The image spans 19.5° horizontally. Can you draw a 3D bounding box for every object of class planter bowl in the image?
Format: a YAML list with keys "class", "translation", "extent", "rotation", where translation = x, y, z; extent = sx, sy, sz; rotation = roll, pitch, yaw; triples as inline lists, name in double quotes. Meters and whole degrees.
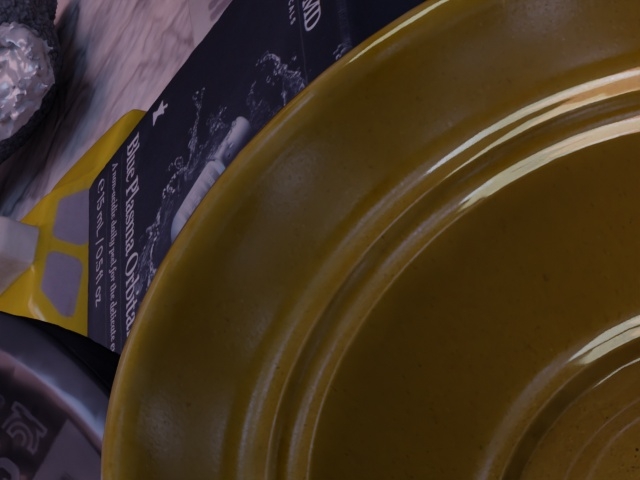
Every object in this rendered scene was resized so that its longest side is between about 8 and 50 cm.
- class: "planter bowl"
  translation: [0.066, 0.036, 0.410]
  extent: [0.217, 0.090, 0.217]
  rotation: [-20, 42, 20]

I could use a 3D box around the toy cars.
- class: "toy cars"
  translation: [-0.072, -0.070, 0.798]
  extent: [0.393, 0.087, 0.176]
  rotation: [-65, 26, 4]

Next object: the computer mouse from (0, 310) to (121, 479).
- class: "computer mouse"
  translation: [-0.034, 0.127, 0.497]
  extent: [0.272, 0.072, 0.188]
  rotation: [44, 110, 23]

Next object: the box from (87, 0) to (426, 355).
- class: "box"
  translation: [0.000, 0.000, 0.599]
  extent: [0.158, 0.093, 0.156]
  rotation: [-48, 32, 32]

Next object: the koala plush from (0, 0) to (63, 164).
- class: "koala plush"
  translation: [-0.232, -0.066, 1.045]
  extent: [0.221, 0.203, 0.196]
  rotation: [-40, 19, 8]
